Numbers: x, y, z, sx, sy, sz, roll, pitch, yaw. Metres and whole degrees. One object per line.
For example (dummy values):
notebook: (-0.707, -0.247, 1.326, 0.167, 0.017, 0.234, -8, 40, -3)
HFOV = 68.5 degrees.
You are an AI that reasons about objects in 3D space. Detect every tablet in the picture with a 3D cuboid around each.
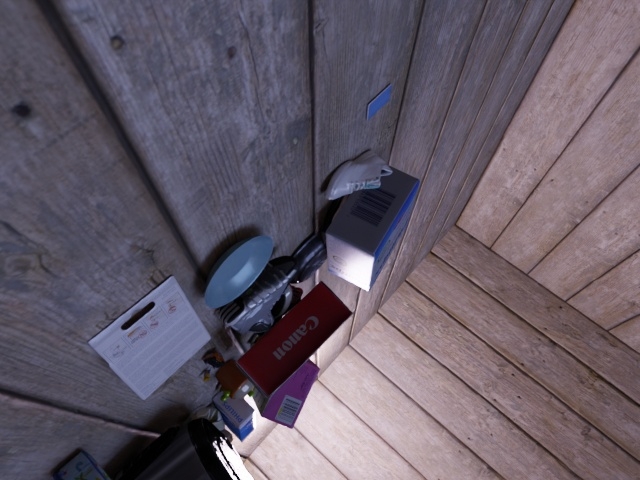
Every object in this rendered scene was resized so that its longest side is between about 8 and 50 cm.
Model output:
tablet: (0.133, -0.316, 1.073, 0.083, 0.006, 0.054, -46, 162, -18)

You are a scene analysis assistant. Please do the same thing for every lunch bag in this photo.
lunch bag: (-0.464, 0.567, 1.002, 0.090, 0.219, 0.176, -39, 160, -31)

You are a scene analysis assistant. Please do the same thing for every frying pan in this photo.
frying pan: (0.008, 0.003, 1.344, 0.326, 0.053, 0.197, -51, 164, 9)

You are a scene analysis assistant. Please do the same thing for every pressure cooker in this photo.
pressure cooker: (-0.388, 0.738, 1.240, 0.421, 0.376, 0.369, -36, 122, -14)

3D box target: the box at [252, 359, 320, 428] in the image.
box: (-0.125, 0.486, 1.610, 0.213, 0.118, 0.243, -64, -165, -8)

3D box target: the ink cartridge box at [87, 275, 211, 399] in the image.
ink cartridge box: (-0.323, 0.180, 0.899, 0.181, 0.056, 0.224, -42, 142, -25)

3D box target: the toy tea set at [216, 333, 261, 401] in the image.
toy tea set: (-0.185, 0.387, 1.493, 0.336, 0.124, 0.200, -45, 161, -19)

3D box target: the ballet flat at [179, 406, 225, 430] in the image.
ballet flat: (-0.366, 0.580, 1.521, 0.086, 0.086, 0.248, -50, 162, -3)

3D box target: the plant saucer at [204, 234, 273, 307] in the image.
plant saucer: (-0.180, 0.056, 0.991, 0.195, 0.037, 0.195, -44, 162, -19)

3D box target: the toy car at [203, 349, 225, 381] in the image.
toy car: (-0.304, 0.333, 1.271, 0.122, 0.060, 0.040, -43, -146, 34)

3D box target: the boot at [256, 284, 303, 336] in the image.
boot: (-0.098, 0.152, 1.312, 0.176, 0.088, 0.244, -37, 166, -39)

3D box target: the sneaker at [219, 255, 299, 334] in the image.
sneaker: (-0.128, 0.144, 1.155, 0.229, 0.086, 0.132, -39, 135, -8)

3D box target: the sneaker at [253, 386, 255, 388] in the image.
sneaker: (-0.214, 0.531, 1.759, 0.209, 0.094, 0.081, -29, 154, -46)

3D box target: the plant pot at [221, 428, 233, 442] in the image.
plant pot: (-0.389, 0.718, 1.695, 0.109, 0.096, 0.109, -42, 160, -29)

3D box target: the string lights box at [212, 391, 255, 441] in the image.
string lights box: (-0.296, 0.605, 1.636, 0.077, 0.133, 0.259, -41, 160, -28)

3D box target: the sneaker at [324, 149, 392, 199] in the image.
sneaker: (0.102, -0.153, 1.175, 0.212, 0.094, 0.080, -39, 160, -34)

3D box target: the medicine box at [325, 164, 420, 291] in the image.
medicine box: (0.145, -0.035, 1.350, 0.263, 0.149, 0.289, -57, 165, -20)

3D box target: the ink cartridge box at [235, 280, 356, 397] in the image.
ink cartridge box: (-0.070, 0.265, 1.259, 0.309, 0.130, 0.272, -43, 173, -19)
